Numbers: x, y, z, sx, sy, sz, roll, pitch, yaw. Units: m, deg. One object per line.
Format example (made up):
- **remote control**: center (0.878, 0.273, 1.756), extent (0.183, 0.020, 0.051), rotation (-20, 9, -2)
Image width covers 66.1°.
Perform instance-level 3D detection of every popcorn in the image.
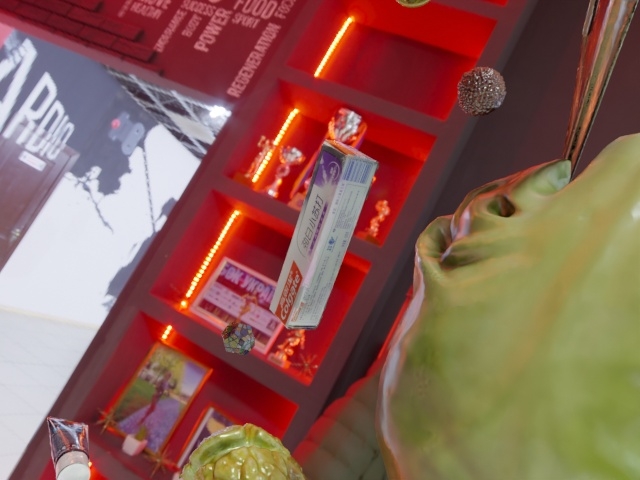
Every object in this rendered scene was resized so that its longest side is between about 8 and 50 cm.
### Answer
- **popcorn**: center (-0.185, 0.574, 1.133), extent (0.282, 0.282, 0.247), rotation (20, 2, 38)

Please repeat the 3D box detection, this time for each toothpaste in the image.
- **toothpaste**: center (0.000, 0.000, 0.500), extent (0.040, 0.196, 0.047), rotation (1, 28, -39)
- **toothpaste**: center (-0.400, 0.331, 0.791), extent (0.071, 0.045, 0.193), rotation (28, -8, -31)

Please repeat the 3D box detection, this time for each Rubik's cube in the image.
- **Rubik's cube**: center (-0.256, 0.306, 1.534), extent (0.093, 0.111, 0.111), rotation (32, -7, 28)

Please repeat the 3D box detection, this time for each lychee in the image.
- **lychee**: center (0.397, -0.372, 1.217), extent (0.123, 0.123, 0.129), rotation (22, -17, 30)

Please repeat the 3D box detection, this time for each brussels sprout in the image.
- **brussels sprout**: center (0.242, 0.159, 0.446), extent (0.425, 0.361, 0.342), rotation (45, -19, -31)

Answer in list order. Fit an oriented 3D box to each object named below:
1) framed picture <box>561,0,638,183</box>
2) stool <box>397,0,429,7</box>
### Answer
- **framed picture**: center (0.238, -0.187, 0.421), extent (0.016, 0.216, 0.273), rotation (10, -18, 22)
- **stool**: center (0.191, -0.562, 1.033), extent (0.134, 0.135, 0.110), rotation (1, 11, 18)
